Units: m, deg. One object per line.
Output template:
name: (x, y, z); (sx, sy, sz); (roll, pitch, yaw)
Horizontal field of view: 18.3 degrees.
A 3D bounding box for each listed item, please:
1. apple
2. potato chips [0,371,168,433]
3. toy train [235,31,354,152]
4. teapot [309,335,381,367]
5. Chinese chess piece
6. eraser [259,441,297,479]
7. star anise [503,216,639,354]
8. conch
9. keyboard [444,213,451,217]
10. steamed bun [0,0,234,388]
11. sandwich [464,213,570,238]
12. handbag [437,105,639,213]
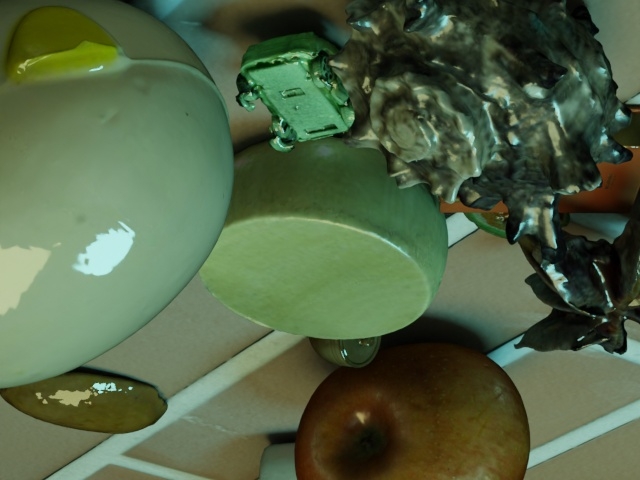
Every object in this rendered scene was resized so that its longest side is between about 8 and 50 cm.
apple: (0.099, 0.235, 2.224); (0.271, 0.252, 0.206); (-2, 155, 36)
potato chips: (-0.287, 0.205, 2.417); (0.201, 0.049, 0.150); (12, 156, -30)
toy train: (-0.008, -0.135, 1.734); (0.099, 0.081, 0.149); (-11, 143, 25)
teapot: (0.025, 0.081, 2.166); (0.080, 0.085, 0.110); (7, 131, 44)
Chinese chess piece: (0.000, 0.000, 1.933); (0.250, 0.101, 0.250); (6, 148, 4)
eraser: (0.039, 0.410, 2.601); (0.150, 0.331, 0.331); (-8, 150, 15)
star anise: (0.285, 0.035, 1.910); (0.212, 0.129, 0.283); (-2, 163, 4)
conch: (0.132, -0.109, 1.640); (0.240, 0.186, 0.313); (-22, 138, 30)
keyboard: (0.056, 0.003, 2.041); (0.074, 0.015, 0.196); (18, 148, -27)
steamed bun: (-0.253, -0.043, 1.656); (0.374, 0.334, 0.334); (-35, 143, 5)
sandwich: (0.184, -0.030, 1.954); (0.135, 0.029, 0.067); (18, 149, -27)
handbag: (0.203, -0.074, 1.842); (0.190, 0.063, 0.127); (1, 152, -2)
